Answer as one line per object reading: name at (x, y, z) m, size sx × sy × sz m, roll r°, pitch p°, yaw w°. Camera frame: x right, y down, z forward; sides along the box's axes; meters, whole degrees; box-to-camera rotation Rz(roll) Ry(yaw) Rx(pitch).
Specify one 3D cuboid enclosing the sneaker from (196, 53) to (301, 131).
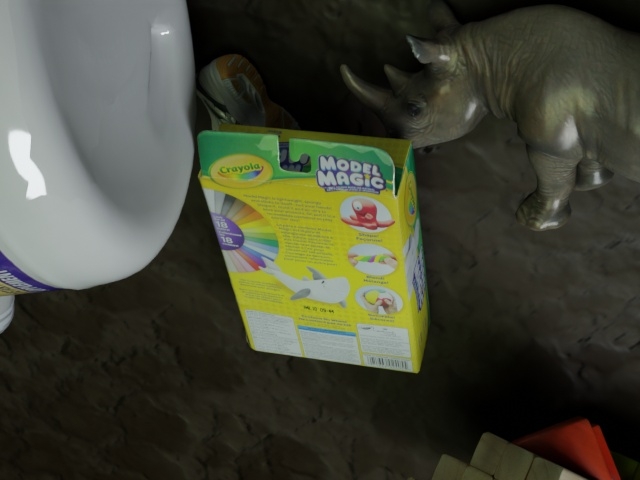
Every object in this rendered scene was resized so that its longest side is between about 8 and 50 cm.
sneaker at (-0.038, -0.062, 0.679) m, size 0.037 × 0.032 × 0.083 m, roll -15°, pitch 114°, yaw 41°

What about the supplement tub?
supplement tub at (-0.246, -0.083, 0.573) m, size 0.331 × 0.241 × 0.241 m, roll -7°, pitch 122°, yaw 13°

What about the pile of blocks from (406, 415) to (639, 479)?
pile of blocks at (0.228, 0.179, 0.735) m, size 0.362 × 0.149 × 0.112 m, roll 26°, pitch 85°, yaw -13°

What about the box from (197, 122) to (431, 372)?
box at (0.000, 0.000, 0.668) m, size 0.105 × 0.043 × 0.179 m, roll 7°, pitch 144°, yaw 14°

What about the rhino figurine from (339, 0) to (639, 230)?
rhino figurine at (0.125, -0.061, 0.601) m, size 0.243 × 0.073 × 0.106 m, roll 14°, pitch 132°, yaw 16°

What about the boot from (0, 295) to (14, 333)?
boot at (-0.302, -0.028, 0.751) m, size 0.258 × 0.095 × 0.123 m, roll 15°, pitch 121°, yaw -4°
